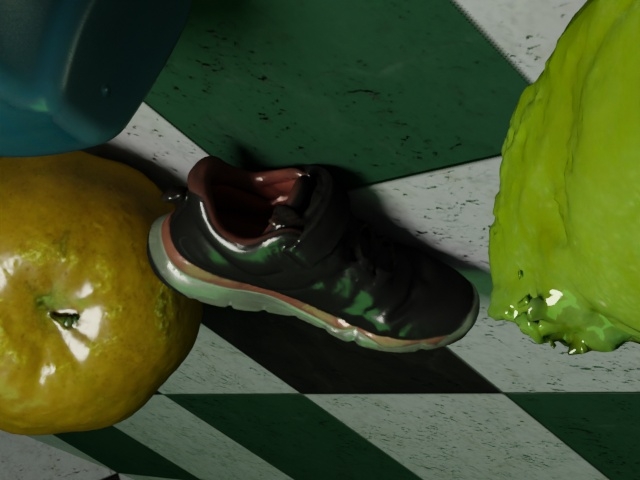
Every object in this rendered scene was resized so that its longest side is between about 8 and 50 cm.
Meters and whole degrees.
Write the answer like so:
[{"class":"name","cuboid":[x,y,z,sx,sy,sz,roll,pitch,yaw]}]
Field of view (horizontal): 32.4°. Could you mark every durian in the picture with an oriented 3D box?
[{"class":"durian","cuboid":[0.239,-0.063,0.505,0.256,0.204,0.340,11,146,-5]}]

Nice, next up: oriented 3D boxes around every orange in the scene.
[{"class":"orange","cuboid":[-0.249,0.046,1.044,0.279,0.279,0.235,31,-179,-15]}]

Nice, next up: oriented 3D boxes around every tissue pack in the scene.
[{"class":"tissue pack","cuboid":[-0.229,-0.187,0.644,0.206,0.198,0.287,6,152,31]}]

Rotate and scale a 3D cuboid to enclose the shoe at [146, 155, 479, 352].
[{"class":"shoe","cuboid":[0.000,0.000,0.931,0.291,0.114,0.137,15,136,-1]}]
